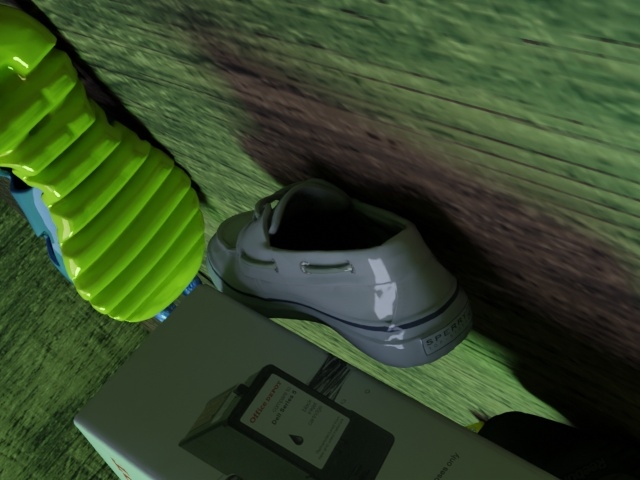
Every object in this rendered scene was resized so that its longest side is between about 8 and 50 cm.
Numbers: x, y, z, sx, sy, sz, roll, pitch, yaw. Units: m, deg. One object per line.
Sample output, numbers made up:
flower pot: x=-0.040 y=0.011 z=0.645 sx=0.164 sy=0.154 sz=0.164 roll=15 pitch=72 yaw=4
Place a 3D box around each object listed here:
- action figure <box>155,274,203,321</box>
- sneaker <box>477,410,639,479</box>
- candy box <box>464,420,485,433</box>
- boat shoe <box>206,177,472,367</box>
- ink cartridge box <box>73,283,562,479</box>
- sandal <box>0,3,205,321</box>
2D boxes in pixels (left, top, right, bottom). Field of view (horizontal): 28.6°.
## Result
action figure: x=-0.103 y=0.123 z=1.419 sx=0.280 sy=0.091 sz=0.139 roll=36 pitch=162 yaw=23
sneaker: x=0.195 y=0.206 z=0.794 sx=0.286 sy=0.109 sz=0.130 roll=56 pitch=169 yaw=-26
candy box: x=0.170 y=0.240 z=0.995 sx=0.027 sy=0.105 sz=0.206 roll=-22 pitch=130 yaw=26
boat shoe: x=0.000 y=0.000 z=0.690 sx=0.226 sy=0.083 sz=0.075 roll=15 pitch=133 yaw=54
ink cartridge box: x=0.022 y=0.165 z=0.683 sx=0.273 sy=0.115 sz=0.198 roll=26 pitch=154 yaw=37
sandal: x=-0.200 y=-0.064 z=0.965 sx=0.138 sy=0.126 sz=0.317 roll=32 pitch=159 yaw=49
